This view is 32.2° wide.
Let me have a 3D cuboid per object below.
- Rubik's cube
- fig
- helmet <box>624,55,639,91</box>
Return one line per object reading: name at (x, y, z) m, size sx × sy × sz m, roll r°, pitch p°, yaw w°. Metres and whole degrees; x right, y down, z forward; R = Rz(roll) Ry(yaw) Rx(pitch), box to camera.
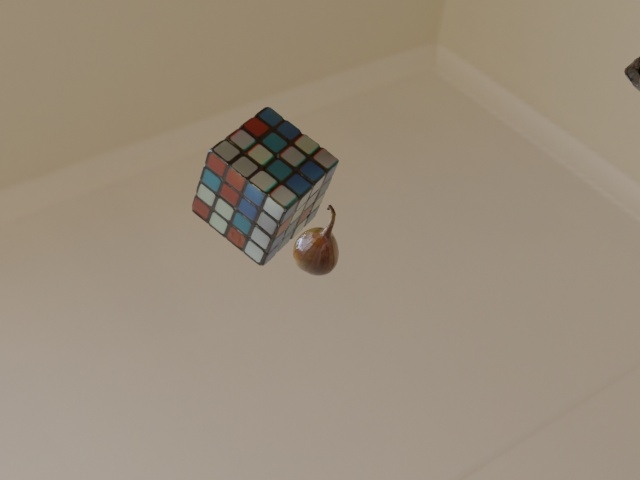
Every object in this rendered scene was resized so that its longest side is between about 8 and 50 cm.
Rubik's cube at (-0.088, -0.086, 1.742) m, size 0.155 × 0.154 × 0.151 m, roll 39°, pitch -127°, yaw 11°
fig at (0.000, 0.000, 1.167) m, size 0.050 × 0.083 × 0.050 m, roll 14°, pitch -142°, yaw -11°
helmet at (0.673, -0.326, 2.017) m, size 0.154 × 0.198 × 0.253 m, roll 44°, pitch -166°, yaw 6°
